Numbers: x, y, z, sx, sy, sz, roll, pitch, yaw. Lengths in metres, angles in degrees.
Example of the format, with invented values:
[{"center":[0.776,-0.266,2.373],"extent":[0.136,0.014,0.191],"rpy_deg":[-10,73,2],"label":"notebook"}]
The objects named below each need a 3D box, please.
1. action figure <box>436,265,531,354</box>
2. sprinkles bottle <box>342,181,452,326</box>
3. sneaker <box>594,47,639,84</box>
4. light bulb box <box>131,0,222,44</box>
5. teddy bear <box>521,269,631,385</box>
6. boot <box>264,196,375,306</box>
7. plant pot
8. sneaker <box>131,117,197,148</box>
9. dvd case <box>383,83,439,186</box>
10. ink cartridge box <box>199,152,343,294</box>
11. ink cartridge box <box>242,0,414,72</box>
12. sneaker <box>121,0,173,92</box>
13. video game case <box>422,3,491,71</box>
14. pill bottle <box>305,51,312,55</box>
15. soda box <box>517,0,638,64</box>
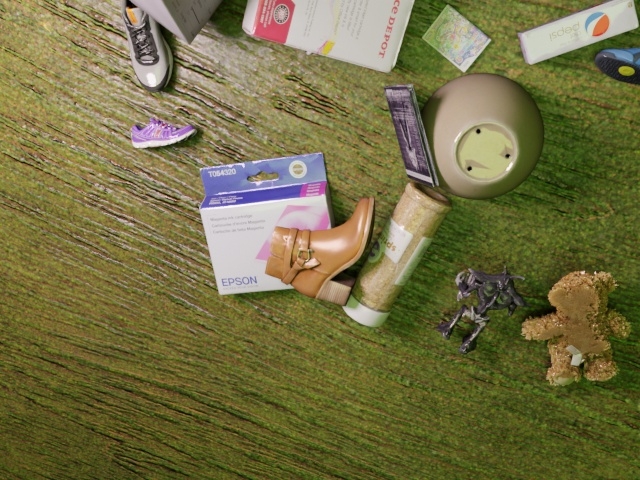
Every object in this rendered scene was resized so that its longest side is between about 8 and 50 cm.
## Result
[{"center":[0.391,0.142,1.452],"extent":[0.164,0.141,0.275],"rpy_deg":[30,127,1],"label":"action figure"},{"center":[0.179,0.037,1.457],"extent":[0.121,0.121,0.355],"rpy_deg":[27,111,-1],"label":"sprinkles bottle"},{"center":[0.683,-0.371,1.262],"extent":[0.210,0.069,0.082],"rpy_deg":[18,79,12],"label":"sneaker"},{"center":[-0.251,-0.612,1.123],"extent":[0.225,0.358,0.361],"rpy_deg":[37,91,-4],"label":"light bulb box"},{"center":[0.622,0.215,1.466],"extent":[0.245,0.113,0.337],"rpy_deg":[-23,112,24],"label":"teddy bear"},{"center":[0.000,0.000,1.428],"extent":[0.220,0.109,0.283],"rpy_deg":[21,112,7],"label":"boot"},{"center":[0.346,-0.206,1.303],"extent":[0.284,0.191,0.283],"rpy_deg":[3,111,8],"label":"plant pot"},{"center":[-0.385,-0.265,1.475],"extent":[0.170,0.068,0.071],"rpy_deg":[-4,103,12],"label":"sneaker"},{"center":[0.199,-0.233,1.336],"extent":[0.018,0.164,0.221],"rpy_deg":[-19,106,-7],"label":"dvd case"},{"center":[-0.128,-0.034,1.513],"extent":[0.325,0.071,0.329],"rpy_deg":[-6,110,12],"label":"ink cartridge box"},{"center":[0.020,-0.489,1.223],"extent":[0.307,0.131,0.226],"rpy_deg":[9,110,-23],"label":"ink cartridge box"},{"center":[-0.406,-0.473,1.380],"extent":[0.101,0.108,0.271],"rpy_deg":[0,111,8],"label":"sneaker"},{"center":[0.296,-0.440,1.323],"extent":[0.122,0.011,0.087],"rpy_deg":[37,111,-5],"label":"video game case"},{"center":[-0.032,-0.474,1.338],"extent":[0.065,0.065,0.116],"rpy_deg":[-30,102,18],"label":"pill bottle"},{"center":[0.527,-0.434,1.252],"extent":[0.216,0.074,0.069],"rpy_deg":[-17,106,15],"label":"soda box"}]
